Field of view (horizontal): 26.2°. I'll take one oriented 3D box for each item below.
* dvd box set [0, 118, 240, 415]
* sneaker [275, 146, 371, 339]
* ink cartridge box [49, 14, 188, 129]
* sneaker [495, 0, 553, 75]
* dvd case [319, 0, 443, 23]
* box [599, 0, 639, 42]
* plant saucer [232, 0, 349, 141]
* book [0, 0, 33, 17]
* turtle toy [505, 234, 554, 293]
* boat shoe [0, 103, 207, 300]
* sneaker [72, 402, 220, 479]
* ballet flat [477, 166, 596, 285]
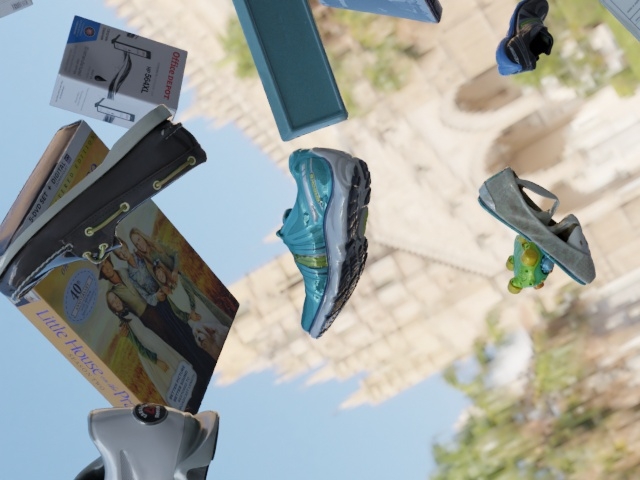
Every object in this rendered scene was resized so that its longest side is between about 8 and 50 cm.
[{"bbox_3d":[-0.299,0.068,2.061,0.420,0.062,0.307,53,-143,-29],"label":"dvd box set"},{"bbox_3d":[0.000,0.000,1.768,0.107,0.110,0.275,-48,-32,-53],"label":"sneaker"},{"bbox_3d":[-0.333,-0.272,2.297,0.203,0.086,0.148,15,-130,-13],"label":"ink cartridge box"},{"bbox_3d":[0.325,-0.312,2.123,0.188,0.078,0.067,-62,-31,-45],"label":"sneaker"},{"bbox_3d":[0.059,-0.350,1.854,0.239,0.179,0.029,33,-110,-74],"label":"dvd case"},{"bbox_3d":[0.451,-0.359,1.800,0.232,0.148,0.127,48,-140,10],"label":"box"},{"bbox_3d":[-0.034,-0.188,1.217,0.018,0.067,0.192,180,70,-75],"label":"plant saucer"},{"bbox_3d":[-0.558,-0.438,2.330,0.144,0.096,0.035,71,176,-51],"label":"book"},{"bbox_3d":[0.343,0.025,2.219,0.095,0.066,0.130,108,170,-47],"label":"turtle toy"},{"bbox_3d":[-0.201,-0.022,1.242,0.068,0.228,0.081,45,176,-3],"label":"boat shoe"},{"bbox_3d":[-0.203,0.300,1.352,0.146,0.330,0.122,11,-161,-9],"label":"sneaker"},{"bbox_3d":[0.227,-0.014,1.356,0.168,0.052,0.057,35,-158,-26],"label":"ballet flat"}]
